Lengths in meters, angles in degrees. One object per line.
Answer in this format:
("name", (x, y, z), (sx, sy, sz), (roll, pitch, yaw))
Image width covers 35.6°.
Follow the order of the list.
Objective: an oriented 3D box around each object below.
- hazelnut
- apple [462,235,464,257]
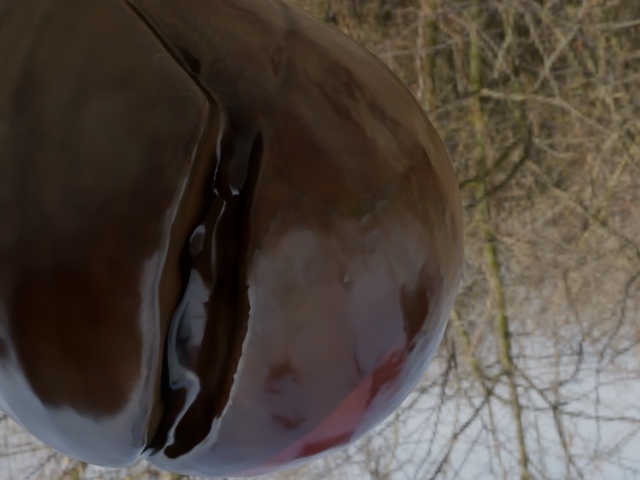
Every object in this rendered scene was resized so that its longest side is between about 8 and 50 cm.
("hazelnut", (-0.108, -0.018, 0.684), (0.359, 0.359, 0.409), (-8, -165, -43))
("apple", (0.000, 0.000, 1.044), (0.254, 0.292, 0.292), (-34, -168, -25))
